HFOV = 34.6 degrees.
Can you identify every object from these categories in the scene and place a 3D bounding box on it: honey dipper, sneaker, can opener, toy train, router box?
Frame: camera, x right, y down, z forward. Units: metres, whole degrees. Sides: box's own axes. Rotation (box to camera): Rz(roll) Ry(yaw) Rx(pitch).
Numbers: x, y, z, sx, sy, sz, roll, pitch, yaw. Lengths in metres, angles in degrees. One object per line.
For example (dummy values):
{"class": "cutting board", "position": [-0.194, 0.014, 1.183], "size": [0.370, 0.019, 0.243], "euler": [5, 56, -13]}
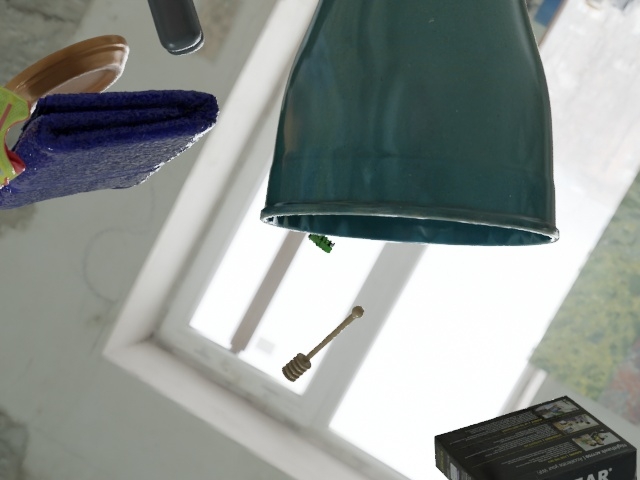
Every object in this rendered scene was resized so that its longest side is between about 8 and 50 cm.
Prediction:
{"class": "honey dipper", "position": [0.006, 0.147, 1.477], "size": [0.030, 0.160, 0.030], "euler": [36, -153, -22]}
{"class": "sneaker", "position": [-0.356, -0.067, 1.063], "size": [0.094, 0.209, 0.081], "euler": [12, -158, -31]}
{"class": "can opener", "position": [-0.169, -0.340, 1.091], "size": [0.093, 0.280, 0.074], "euler": [-12, -178, 2]}
{"class": "toy train", "position": [0.000, 0.000, 1.661], "size": [0.017, 0.024, 0.083], "euler": [29, -175, -28]}
{"class": "router box", "position": [0.232, 0.237, 1.125], "size": [0.178, 0.046, 0.133], "euler": [-13, -158, -18]}

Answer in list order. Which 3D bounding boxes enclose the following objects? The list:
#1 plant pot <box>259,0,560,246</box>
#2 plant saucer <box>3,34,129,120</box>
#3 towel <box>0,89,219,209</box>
{"class": "plant pot", "position": [0.087, -0.133, 0.948], "size": [0.271, 0.255, 0.271], "euler": [4, 175, 0]}
{"class": "plant saucer", "position": [-0.353, -0.221, 1.437], "size": [0.037, 0.200, 0.200], "euler": [61, -170, 0]}
{"class": "towel", "position": [-0.279, -0.118, 1.264], "size": [0.227, 0.076, 0.308], "euler": [-14, 176, -30]}
